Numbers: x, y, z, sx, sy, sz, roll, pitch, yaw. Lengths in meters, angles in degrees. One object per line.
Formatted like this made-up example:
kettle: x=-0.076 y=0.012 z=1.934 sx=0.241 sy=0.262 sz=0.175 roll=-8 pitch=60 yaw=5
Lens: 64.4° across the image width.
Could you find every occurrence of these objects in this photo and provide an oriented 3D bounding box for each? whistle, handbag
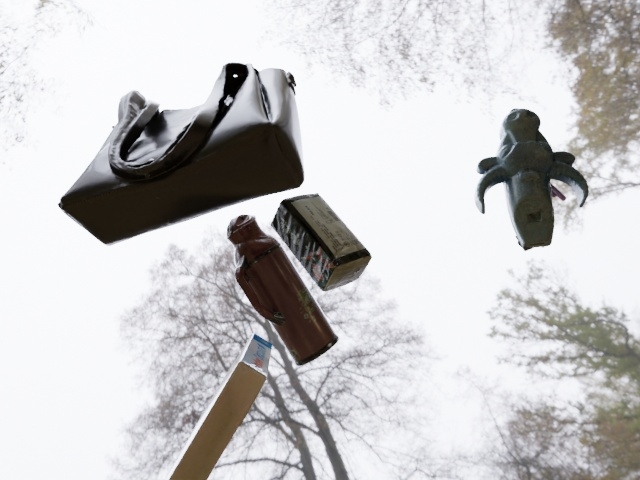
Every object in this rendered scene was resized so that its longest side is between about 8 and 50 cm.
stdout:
whistle: x=0.354 y=-0.114 z=0.879 sx=0.180 sy=0.269 sz=0.093 roll=-5 pitch=-24 yaw=8
handbag: x=-0.165 y=-0.130 z=0.649 sx=0.285 sy=0.257 sz=0.113 roll=-17 pitch=-49 yaw=10

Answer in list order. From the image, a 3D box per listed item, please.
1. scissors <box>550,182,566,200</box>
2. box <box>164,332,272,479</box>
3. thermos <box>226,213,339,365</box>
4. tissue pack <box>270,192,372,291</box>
scissors: x=0.404 y=-0.110 z=0.935 sx=0.039 sy=0.113 sz=0.012 roll=11 pitch=-56 yaw=-31
box: x=-0.155 y=0.271 z=0.726 sx=0.048 sy=0.273 sz=0.265 roll=30 pitch=-94 yaw=-1
thermos: x=-0.102 y=0.099 z=1.056 sx=0.136 sy=0.109 sz=0.330 roll=-32 pitch=-88 yaw=-28
tissue pack: x=0.000 y=0.001 z=0.917 sx=0.103 sy=0.170 sz=0.090 roll=-16 pitch=-34 yaw=-43
